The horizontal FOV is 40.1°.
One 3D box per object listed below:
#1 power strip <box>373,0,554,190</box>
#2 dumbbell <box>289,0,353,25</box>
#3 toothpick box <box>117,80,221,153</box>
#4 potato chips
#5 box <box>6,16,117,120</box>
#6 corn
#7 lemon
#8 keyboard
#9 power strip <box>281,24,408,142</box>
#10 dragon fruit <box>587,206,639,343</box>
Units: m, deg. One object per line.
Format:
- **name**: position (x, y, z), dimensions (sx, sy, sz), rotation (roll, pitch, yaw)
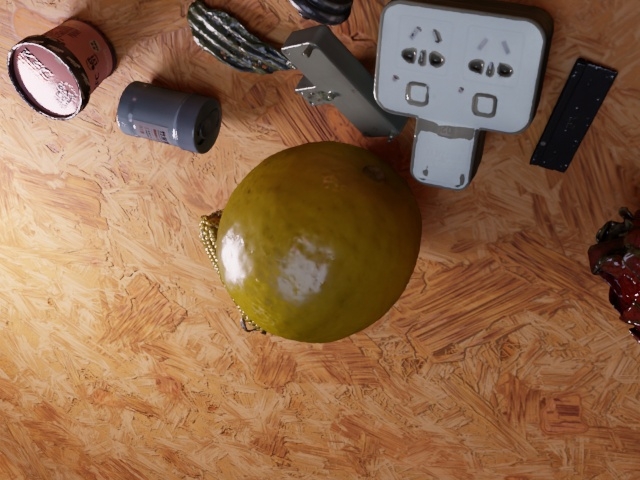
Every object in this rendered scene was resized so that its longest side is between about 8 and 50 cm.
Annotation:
- **power strip**: position (0.202, -0.219, 1.263), dimensions (0.230, 0.141, 0.260), rotation (14, 121, 18)
- **dumbbell**: position (0.037, -0.398, 1.187), dimensions (0.110, 0.110, 0.254), rotation (36, 133, -6)
- **toothpick box**: position (-0.262, -0.216, 1.530), dimensions (0.153, 0.101, 0.101), rotation (16, 136, 19)
- **potato chips**: position (-0.130, -0.313, 1.415), dimensions (0.208, 0.028, 0.092), rotation (32, 139, 2)
- **box**: position (-0.442, -0.305, 1.525), dimensions (0.151, 0.135, 0.151), rotation (15, 132, 17)
- **corn**: position (-0.156, 0.060, 1.737), dimensions (0.106, 0.106, 0.293), rotation (-7, 122, 35)
- **lemon**: position (0.000, 0.000, 1.421), dimensions (0.348, 0.348, 0.347), rotation (16, 136, 16)
- **keyboard**: position (0.362, -0.177, 1.270), dimensions (0.060, 0.018, 0.195), rotation (19, 137, 3)
- **power strip**: position (0.020, -0.233, 1.349), dimensions (0.216, 0.061, 0.145), rotation (42, 160, -31)
- **dragon fruit**: position (0.524, 0.055, 1.229), dimensions (0.299, 0.244, 0.244), rotation (11, 137, -5)
